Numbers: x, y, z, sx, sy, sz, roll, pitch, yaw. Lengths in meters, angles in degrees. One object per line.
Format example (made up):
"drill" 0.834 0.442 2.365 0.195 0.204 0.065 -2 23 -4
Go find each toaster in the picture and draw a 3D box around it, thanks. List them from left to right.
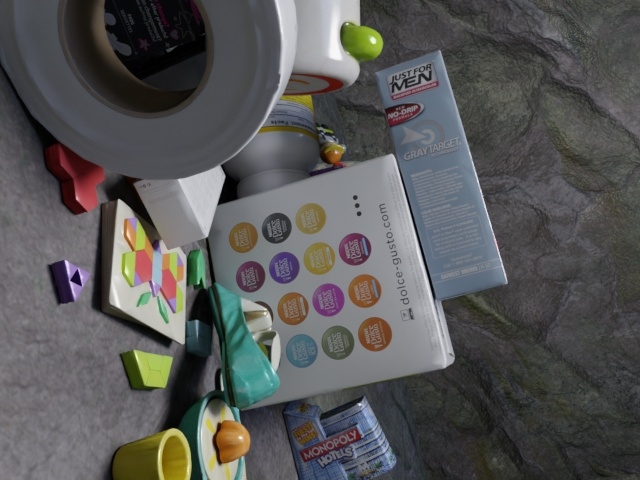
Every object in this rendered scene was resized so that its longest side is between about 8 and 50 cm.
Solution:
"toaster" -0.164 -0.256 0.881 0.168 0.186 0.110 -82 149 -60

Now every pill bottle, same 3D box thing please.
"pill bottle" -0.103 -0.222 1.111 0.188 0.188 0.333 41 39 -70

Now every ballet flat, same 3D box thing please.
"ballet flat" -0.104 0.137 0.821 0.247 0.087 0.083 -119 -158 -57

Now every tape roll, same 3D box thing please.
"tape roll" -0.169 -0.208 0.584 0.100 0.286 0.286 -78 153 -61

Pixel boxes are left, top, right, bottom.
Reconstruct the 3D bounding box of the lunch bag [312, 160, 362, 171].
"lunch bag" 0.045 -0.042 1.595 0.256 0.213 0.305 93 -11 -72

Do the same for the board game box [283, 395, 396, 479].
"board game box" 0.019 0.393 1.144 0.194 0.194 0.060 63 12 -1

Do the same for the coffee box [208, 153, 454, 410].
"coffee box" 0.033 0.093 1.049 0.338 0.335 0.337 34 43 -72

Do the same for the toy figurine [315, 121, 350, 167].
"toy figurine" -0.023 -0.138 1.327 0.148 0.213 0.209 -112 178 -46

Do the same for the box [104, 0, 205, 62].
"box" -0.226 -0.351 0.795 0.247 0.142 0.163 -79 153 -61

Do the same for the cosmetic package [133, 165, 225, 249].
"cosmetic package" -0.188 -0.084 0.810 0.239 0.061 0.098 -97 165 -66

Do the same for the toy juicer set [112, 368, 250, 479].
"toy juicer set" -0.124 0.293 0.736 0.329 0.090 0.209 -19 96 -78

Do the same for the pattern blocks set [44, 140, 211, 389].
"pattern blocks set" -0.215 0.040 0.726 0.325 0.026 0.285 36 43 -73

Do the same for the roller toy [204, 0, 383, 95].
"roller toy" -0.048 -0.266 0.720 0.191 0.209 0.146 7 -81 60

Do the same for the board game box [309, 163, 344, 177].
"board game box" 0.000 0.000 1.305 0.056 0.208 0.346 -91 163 -50

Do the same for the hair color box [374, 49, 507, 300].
"hair color box" 0.202 -0.097 0.973 0.185 0.114 0.374 11 63 -76
